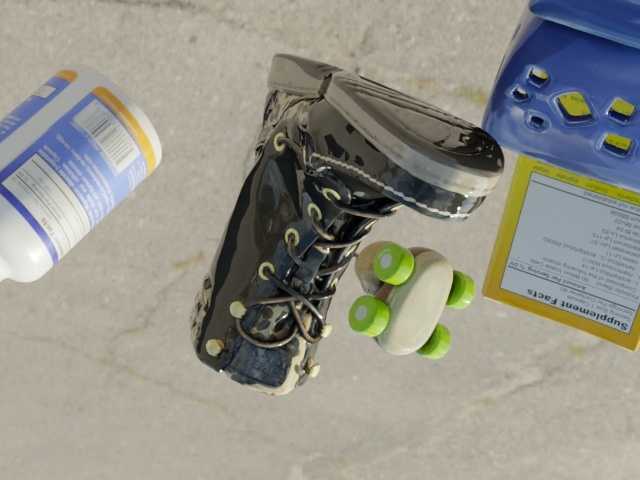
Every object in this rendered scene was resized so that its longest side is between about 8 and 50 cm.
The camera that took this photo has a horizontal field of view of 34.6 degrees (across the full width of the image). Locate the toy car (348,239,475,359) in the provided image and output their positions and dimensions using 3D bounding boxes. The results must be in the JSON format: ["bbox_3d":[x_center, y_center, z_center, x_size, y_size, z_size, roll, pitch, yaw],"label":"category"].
[{"bbox_3d":[0.087,0.060,1.419,0.155,0.149,0.188,23,-175,-38],"label":"toy car"}]

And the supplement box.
[{"bbox_3d":[0.340,-0.088,1.191,0.194,0.195,0.357,21,123,17],"label":"supplement box"}]

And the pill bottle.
[{"bbox_3d":[-0.314,-0.052,1.108,0.152,0.272,0.152,35,156,18],"label":"pill bottle"}]

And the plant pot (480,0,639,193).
[{"bbox_3d":[0.287,-0.191,0.855,0.236,0.236,0.212,21,157,12],"label":"plant pot"}]

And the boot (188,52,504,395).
[{"bbox_3d":[0.000,0.000,0.883,0.138,0.284,0.377,16,-169,-26],"label":"boot"}]
